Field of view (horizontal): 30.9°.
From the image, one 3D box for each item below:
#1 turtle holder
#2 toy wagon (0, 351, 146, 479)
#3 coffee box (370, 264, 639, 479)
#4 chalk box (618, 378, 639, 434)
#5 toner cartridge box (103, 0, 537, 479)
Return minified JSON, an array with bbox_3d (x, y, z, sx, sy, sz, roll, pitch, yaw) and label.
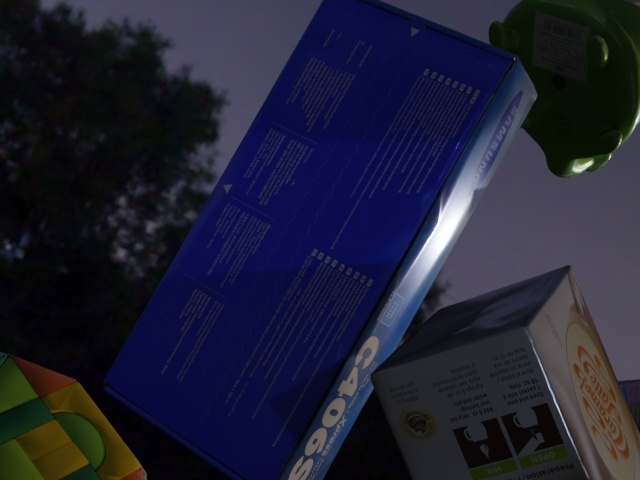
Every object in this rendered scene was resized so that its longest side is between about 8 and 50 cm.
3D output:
[{"bbox_3d":[0.399,-0.238,1.680,0.243,0.227,0.320,-5,-61,50],"label":"turtle holder"},{"bbox_3d":[-0.284,0.217,0.916,0.267,0.068,0.344,50,30,12],"label":"toy wagon"},{"bbox_3d":[0.136,0.156,0.667,0.098,0.246,0.141,-21,3,25],"label":"coffee box"},{"bbox_3d":[0.470,0.299,1.578,0.179,0.180,0.289,-10,-39,35],"label":"chalk box"},{"bbox_3d":[0.000,0.000,0.848,0.165,0.348,0.075,29,-3,27],"label":"toner cartridge box"}]
